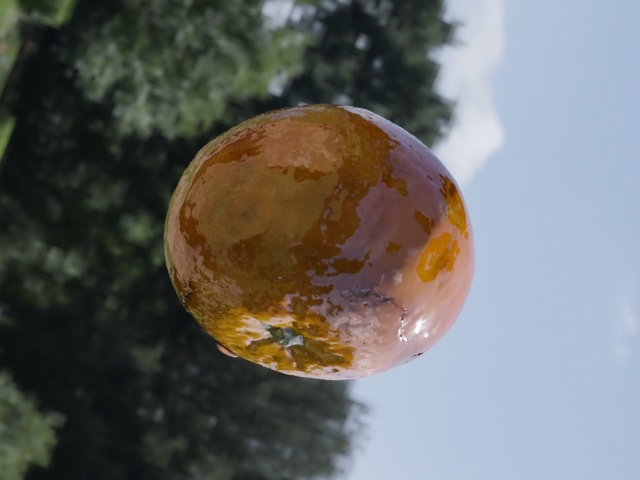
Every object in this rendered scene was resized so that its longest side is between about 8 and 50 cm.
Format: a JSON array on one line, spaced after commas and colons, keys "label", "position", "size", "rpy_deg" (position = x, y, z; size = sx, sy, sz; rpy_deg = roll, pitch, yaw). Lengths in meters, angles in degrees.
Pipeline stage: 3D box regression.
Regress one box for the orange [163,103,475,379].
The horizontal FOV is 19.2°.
[{"label": "orange", "position": [0.000, 0.000, 1.705], "size": [0.284, 0.284, 0.226], "rpy_deg": [127, -21, -62]}]
